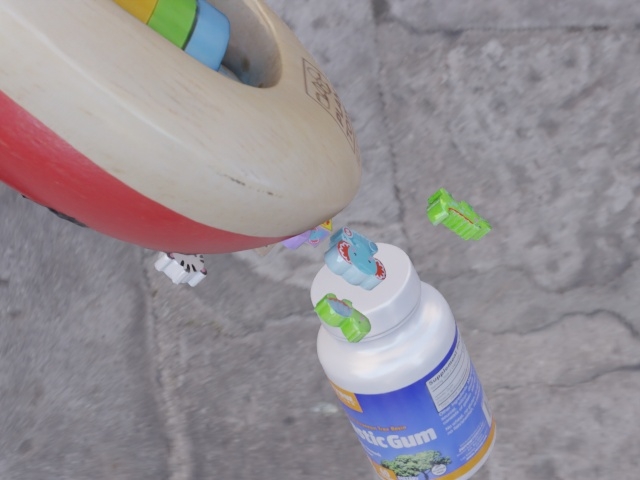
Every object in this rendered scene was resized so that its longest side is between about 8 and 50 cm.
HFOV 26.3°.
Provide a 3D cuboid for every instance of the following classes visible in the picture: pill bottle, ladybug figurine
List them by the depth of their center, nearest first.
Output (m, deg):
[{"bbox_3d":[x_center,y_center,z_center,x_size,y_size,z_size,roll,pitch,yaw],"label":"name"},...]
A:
[{"bbox_3d":[-0.161,-0.130,0.910,0.449,0.305,0.162,36,114,-24],"label":"ladybug figurine"},{"bbox_3d":[0.085,0.138,1.488,0.152,0.152,0.272,-40,129,-18],"label":"pill bottle"}]

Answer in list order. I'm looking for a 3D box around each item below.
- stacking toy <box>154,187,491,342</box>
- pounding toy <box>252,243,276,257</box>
[{"bbox_3d":[0.000,0.000,1.075,0.221,0.167,0.052,26,40,-29],"label":"stacking toy"},{"bbox_3d":[-0.065,-0.056,1.431,0.130,0.141,0.100,-46,57,-10],"label":"pounding toy"}]
